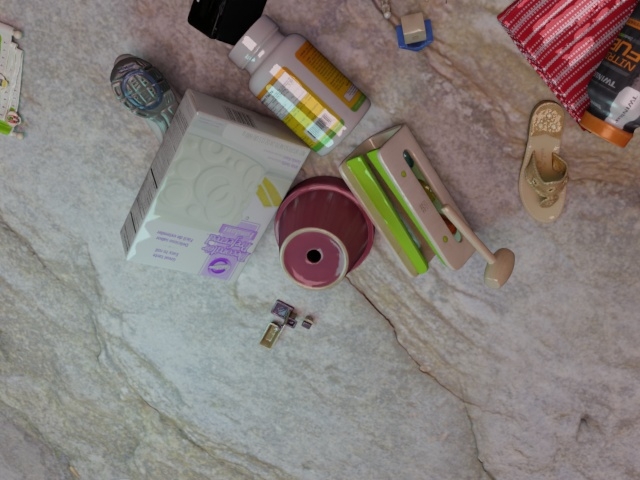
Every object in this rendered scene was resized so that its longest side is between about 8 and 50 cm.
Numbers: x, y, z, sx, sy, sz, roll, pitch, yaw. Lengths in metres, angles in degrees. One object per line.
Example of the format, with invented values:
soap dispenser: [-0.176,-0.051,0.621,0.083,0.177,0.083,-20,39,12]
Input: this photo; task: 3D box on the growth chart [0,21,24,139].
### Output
growth chart: [-0.661,-0.328,1.475,0.171,0.021,0.237,13,114,4]

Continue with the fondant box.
fondant box: [-0.201,-0.091,1.409,0.238,0.096,0.330,14,121,-33]

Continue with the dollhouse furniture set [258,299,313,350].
dollhouse furniture set: [-0.082,0.206,1.586,0.091,0.081,0.114,28,115,-4]

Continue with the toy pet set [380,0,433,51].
toy pet set: [0.168,-0.397,1.310,0.122,0.065,0.114,-9,77,9]

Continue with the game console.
game console: [-0.168,-0.427,1.361,0.107,0.071,0.122,37,117,25]

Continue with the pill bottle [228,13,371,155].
pill bottle: [-0.041,-0.279,1.338,0.245,0.136,0.136,42,113,-10]

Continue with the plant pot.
plant pot: [0.000,0.000,1.430,0.201,0.180,0.201,3,115,8]

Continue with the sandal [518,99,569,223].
sandal: [0.410,-0.129,1.366,0.088,0.079,0.240,-1,113,9]

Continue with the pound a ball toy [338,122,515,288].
pound a ball toy: [0.212,-0.062,1.377,0.208,0.136,0.319,-15,115,53]

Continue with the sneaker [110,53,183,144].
sneaker: [-0.282,-0.237,1.411,0.111,0.129,0.297,-32,126,0]

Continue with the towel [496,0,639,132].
towel: [0.465,-0.342,1.292,0.199,0.031,0.275,-38,103,20]

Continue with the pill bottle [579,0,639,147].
pill bottle: [0.526,-0.276,1.222,0.130,0.130,0.246,26,111,-3]
